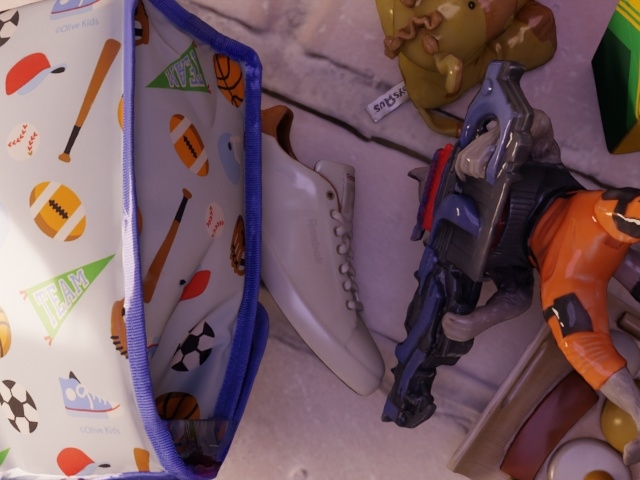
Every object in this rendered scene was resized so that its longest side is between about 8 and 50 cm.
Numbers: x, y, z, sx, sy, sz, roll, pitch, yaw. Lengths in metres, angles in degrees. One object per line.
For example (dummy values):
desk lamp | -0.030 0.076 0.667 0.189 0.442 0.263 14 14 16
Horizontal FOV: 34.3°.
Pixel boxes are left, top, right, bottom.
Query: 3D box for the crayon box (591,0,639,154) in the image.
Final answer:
crayon box | 0.421 -0.171 0.819 0.362 0.313 0.106 -10 83 7

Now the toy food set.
toy food set | 0.299 0.197 0.916 0.306 0.092 0.220 34 89 9

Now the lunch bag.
lunch bag | -0.225 0.017 0.890 0.327 0.239 0.386 -8 76 27

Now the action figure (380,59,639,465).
action figure | 0.188 0.039 0.882 0.330 0.178 0.341 43 123 41

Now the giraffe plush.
giraffe plush | 0.115 -0.201 0.934 0.181 0.170 0.210 39 90 8

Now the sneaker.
sneaker | 0.000 0.000 0.962 0.123 0.106 0.290 -32 81 5
